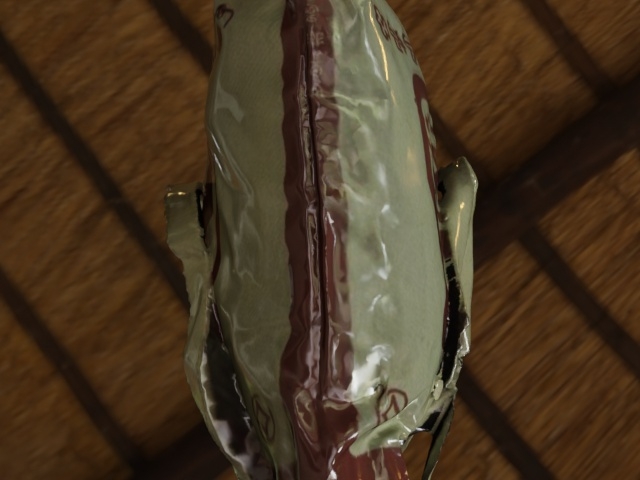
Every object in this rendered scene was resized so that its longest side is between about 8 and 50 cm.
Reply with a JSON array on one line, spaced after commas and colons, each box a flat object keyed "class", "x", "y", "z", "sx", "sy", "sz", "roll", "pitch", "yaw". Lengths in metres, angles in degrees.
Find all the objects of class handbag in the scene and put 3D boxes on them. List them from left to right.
[{"class": "handbag", "x": 0.000, "y": 0.000, "z": 0.599, "sx": 0.127, "sy": 0.213, "sz": 0.235, "roll": 1, "pitch": -100, "yaw": 4}]
